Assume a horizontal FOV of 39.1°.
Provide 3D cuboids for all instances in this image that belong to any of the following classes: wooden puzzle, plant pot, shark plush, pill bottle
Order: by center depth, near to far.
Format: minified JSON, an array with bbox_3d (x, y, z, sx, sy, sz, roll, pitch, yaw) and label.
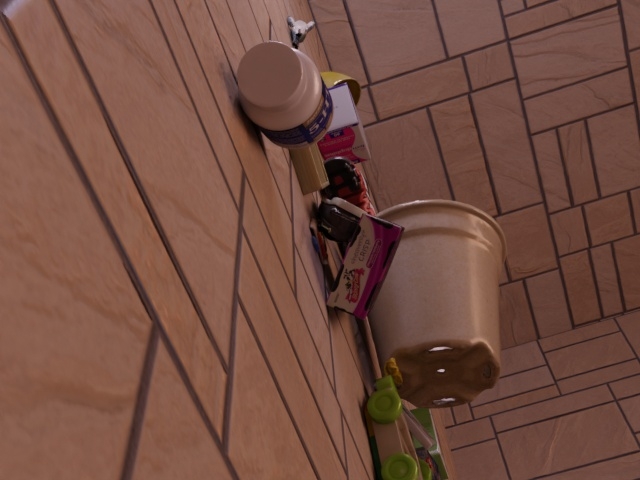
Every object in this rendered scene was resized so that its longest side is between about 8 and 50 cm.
[{"bbox_3d":[-0.048,-0.193,1.195,0.186,0.112,0.112,35,38,-79],"label":"pill bottle"},{"bbox_3d":[0.000,0.000,1.534,0.116,0.014,0.078,-89,161,-68],"label":"wooden puzzle"},{"bbox_3d":[0.222,0.144,1.758,0.334,0.334,0.305,66,15,-46],"label":"plant pot"},{"bbox_3d":[0.023,-0.380,2.312,0.095,0.134,0.134,45,-10,33],"label":"plant pot"},{"bbox_3d":[-0.050,-0.524,2.323,0.161,0.073,0.067,-105,-155,-60],"label":"shark plush"}]

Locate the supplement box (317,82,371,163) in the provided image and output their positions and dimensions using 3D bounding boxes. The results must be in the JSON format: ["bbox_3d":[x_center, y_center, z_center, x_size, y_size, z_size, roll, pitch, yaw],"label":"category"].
[{"bbox_3d":[0.043,-0.269,2.169,0.220,0.111,0.114,54,20,-70],"label":"supplement box"}]

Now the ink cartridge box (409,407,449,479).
[{"bbox_3d":[0.269,0.525,2.221,0.209,0.062,0.109,-98,170,-51],"label":"ink cartridge box"}]

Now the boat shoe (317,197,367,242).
[{"bbox_3d":[0.029,-0.033,1.632,0.069,0.081,0.228,-64,-176,-3],"label":"boat shoe"}]

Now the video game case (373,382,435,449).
[{"bbox_3d":[0.167,0.343,1.768,0.157,0.019,0.143,50,0,15],"label":"video game case"}]

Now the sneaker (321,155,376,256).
[{"bbox_3d":[0.073,-0.057,1.917,0.135,0.097,0.276,-76,147,-74],"label":"sneaker"}]

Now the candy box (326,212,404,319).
[{"bbox_3d":[0.079,0.039,1.509,0.233,0.071,0.159,1,111,-83],"label":"candy box"}]

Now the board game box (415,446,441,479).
[{"bbox_3d":[0.214,0.508,1.814,0.194,0.060,0.194,64,11,-47],"label":"board game box"}]

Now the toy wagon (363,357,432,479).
[{"bbox_3d":[0.134,0.356,1.504,0.267,0.068,0.344,67,8,-46],"label":"toy wagon"}]

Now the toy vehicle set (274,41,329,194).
[{"bbox_3d":[-0.045,-0.217,1.617,0.166,0.035,0.267,-47,120,-83],"label":"toy vehicle set"}]
